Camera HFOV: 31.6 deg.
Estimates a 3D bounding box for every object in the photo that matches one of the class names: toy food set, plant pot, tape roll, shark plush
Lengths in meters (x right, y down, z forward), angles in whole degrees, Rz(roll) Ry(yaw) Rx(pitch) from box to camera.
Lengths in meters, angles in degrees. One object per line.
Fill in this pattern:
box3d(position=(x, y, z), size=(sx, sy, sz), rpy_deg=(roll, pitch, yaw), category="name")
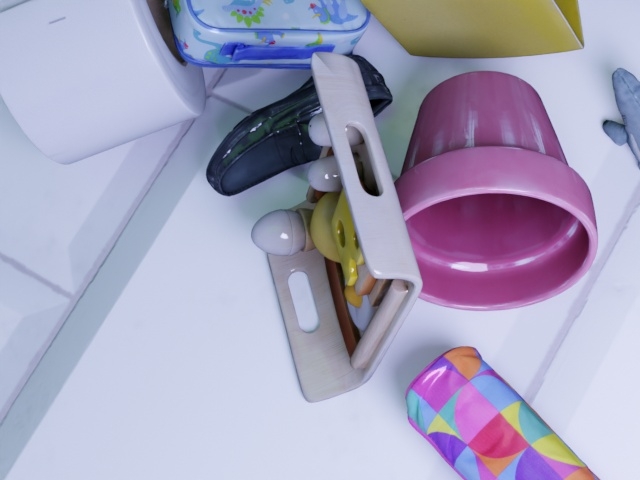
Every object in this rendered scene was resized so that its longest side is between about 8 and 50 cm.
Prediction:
box3d(position=(0.000, 0.000, 1.072), size=(0.092, 0.306, 0.220), rpy_deg=(-8, 65, -15), category="toy food set")
box3d(position=(0.147, -0.310, 1.196), size=(0.187, 0.212, 0.212), rpy_deg=(-14, 66, 26), category="plant pot")
box3d(position=(-0.249, -0.225, 1.250), size=(0.169, 0.246, 0.246), rpy_deg=(-19, 65, 8), category="tape roll")
box3d(position=(0.160, -0.058, 1.102), size=(0.201, 0.201, 0.180), rpy_deg=(-7, 53, 14), category="plant pot")
box3d(position=(0.328, -0.093, 1.122), size=(0.073, 0.067, 0.161), rpy_deg=(-15, 66, 11), category="shark plush")

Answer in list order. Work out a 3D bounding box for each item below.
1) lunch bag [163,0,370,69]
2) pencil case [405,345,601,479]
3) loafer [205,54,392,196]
box3d(position=(-0.062, -0.272, 1.250), size=(0.218, 0.090, 0.176), rpy_deg=(-4, 65, -22), category="lunch bag")
box3d(position=(0.177, 0.206, 1.037), size=(0.104, 0.104, 0.236), rpy_deg=(-41, 62, -1), category="pencil case")
box3d(position=(-0.023, -0.117, 1.232), size=(0.223, 0.076, 0.078), rpy_deg=(-35, 56, -3), category="loafer")
